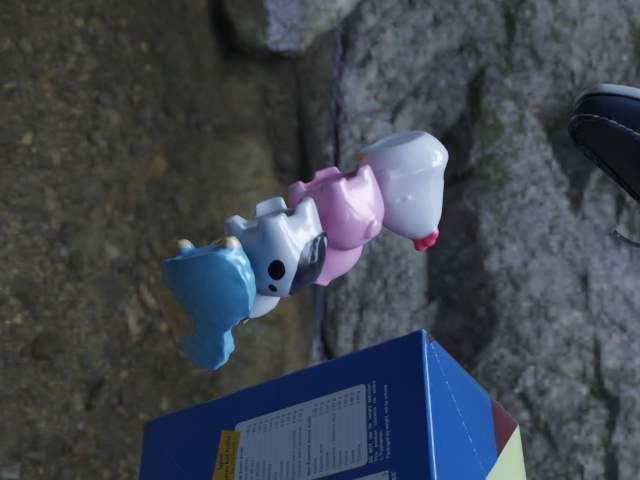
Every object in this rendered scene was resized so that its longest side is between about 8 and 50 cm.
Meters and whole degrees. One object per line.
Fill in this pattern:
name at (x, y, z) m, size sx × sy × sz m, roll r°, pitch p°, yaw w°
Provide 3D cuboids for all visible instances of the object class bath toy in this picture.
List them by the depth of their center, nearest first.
bath toy at (0.000, 0.000, 1.159) m, size 0.348 × 0.151 × 0.129 m, roll -30°, pitch 109°, yaw -38°

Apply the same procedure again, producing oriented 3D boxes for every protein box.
protein box at (0.008, 0.191, 0.674) m, size 0.136 × 0.201 × 0.199 m, roll 44°, pitch 34°, yaw -42°

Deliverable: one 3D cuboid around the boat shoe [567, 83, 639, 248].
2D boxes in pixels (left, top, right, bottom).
boat shoe at (0.282, -0.019, 0.849) m, size 0.079 × 0.254 × 0.095 m, roll -51°, pitch 175°, yaw -18°
